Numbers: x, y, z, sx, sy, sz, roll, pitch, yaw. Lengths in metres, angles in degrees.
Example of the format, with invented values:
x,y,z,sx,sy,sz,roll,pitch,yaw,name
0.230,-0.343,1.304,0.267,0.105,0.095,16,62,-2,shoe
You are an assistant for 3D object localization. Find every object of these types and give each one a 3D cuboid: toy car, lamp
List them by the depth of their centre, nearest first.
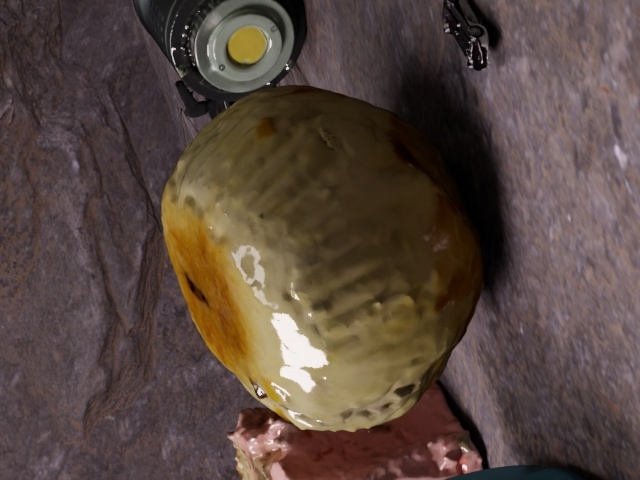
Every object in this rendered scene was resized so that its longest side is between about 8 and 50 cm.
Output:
x,y,z,sx,sy,sz,roll,pitch,yaw,name
0.138,-0.195,0.994,0.041,0.025,0.093,86,163,-54,toy car
-0.149,-0.342,1.548,0.272,0.205,0.373,-146,40,-65,lamp

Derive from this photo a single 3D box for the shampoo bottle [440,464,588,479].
x,y,z,sx,sy,sz,roll,pitch,yaw,name
0.185,0.452,1.123,0.331,0.331,0.342,171,81,-77,shampoo bottle

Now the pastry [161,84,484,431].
x,y,z,sx,sy,sz,roll,pitch,yaw,name
0.013,0.012,1.191,0.388,0.313,0.388,47,154,32,pastry

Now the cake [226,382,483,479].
x,y,z,sx,sy,sz,roll,pitch,yaw,name
0.055,0.351,1.551,0.307,0.314,0.293,-128,24,-58,cake
